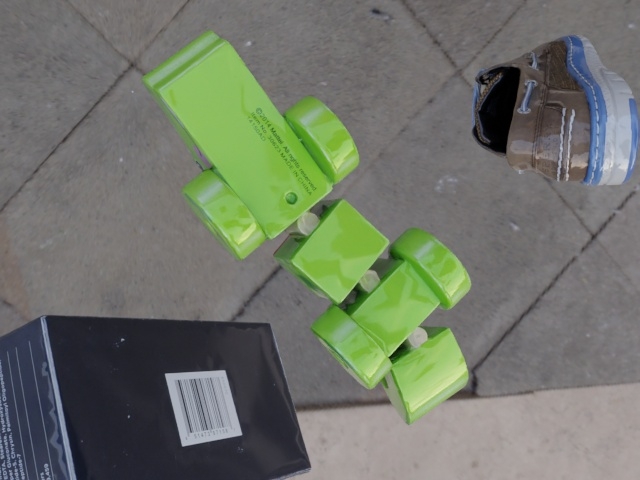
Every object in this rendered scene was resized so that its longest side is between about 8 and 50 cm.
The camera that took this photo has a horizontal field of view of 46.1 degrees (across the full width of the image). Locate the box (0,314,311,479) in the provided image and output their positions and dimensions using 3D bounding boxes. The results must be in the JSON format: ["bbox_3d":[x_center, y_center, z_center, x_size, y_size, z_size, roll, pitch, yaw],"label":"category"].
[{"bbox_3d":[-0.240,0.212,0.767,0.312,0.343,0.179,-25,72,23],"label":"box"}]

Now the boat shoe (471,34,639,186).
[{"bbox_3d":[0.120,-0.079,0.422,0.066,0.183,0.066,1,108,5],"label":"boat shoe"}]

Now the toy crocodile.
[{"bbox_3d":[0.000,0.000,0.560,0.115,0.105,0.340,-44,104,-12],"label":"toy crocodile"}]
